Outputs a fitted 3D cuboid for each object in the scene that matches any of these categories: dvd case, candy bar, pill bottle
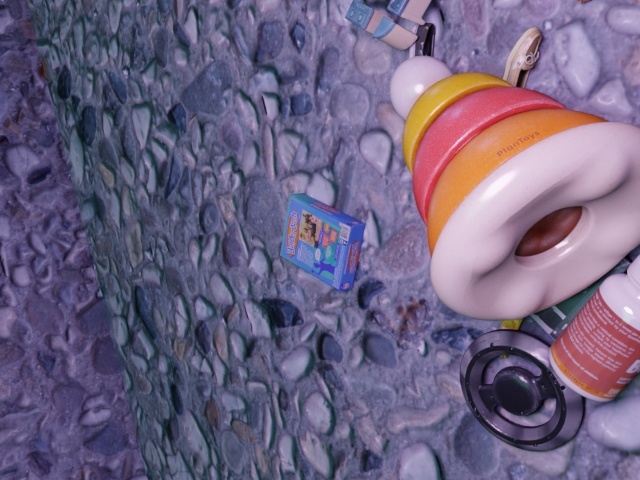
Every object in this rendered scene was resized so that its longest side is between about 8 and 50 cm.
[{"bbox_3d":[0.370,0.022,1.070,0.239,0.029,0.179,50,123,29],"label":"dvd case"},{"bbox_3d":[0.345,0.142,1.138,0.040,0.018,0.162,36,122,36],"label":"candy bar"},{"bbox_3d":[0.450,0.130,0.951,0.121,0.121,0.216,47,128,30],"label":"pill bottle"}]

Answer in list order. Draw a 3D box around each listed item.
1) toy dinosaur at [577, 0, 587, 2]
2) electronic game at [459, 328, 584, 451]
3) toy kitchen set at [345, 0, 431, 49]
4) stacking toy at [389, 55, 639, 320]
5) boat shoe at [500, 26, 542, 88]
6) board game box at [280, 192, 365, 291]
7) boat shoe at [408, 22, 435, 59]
[{"bbox_3d":[0.362,-0.464,0.976,0.112,0.064,0.212,-42,67,43],"label":"toy dinosaur"},{"bbox_3d":[0.352,0.267,1.132,0.229,0.048,0.229,16,116,37],"label":"electronic game"},{"bbox_3d":[0.130,-0.482,1.169,0.207,0.122,0.166,-60,37,19],"label":"toy kitchen set"},{"bbox_3d":[0.249,-0.149,0.997,0.351,0.350,0.480,-60,39,35],"label":"stacking toy"},{"bbox_3d":[0.331,-0.275,1.053,0.048,0.056,0.153,40,127,26],"label":"boat shoe"},{"bbox_3d":[0.000,0.000,1.454,0.210,0.047,0.160,29,118,39],"label":"board game box"},{"bbox_3d":[0.192,-0.336,1.190,0.040,0.049,0.142,5,99,45],"label":"boat shoe"}]
